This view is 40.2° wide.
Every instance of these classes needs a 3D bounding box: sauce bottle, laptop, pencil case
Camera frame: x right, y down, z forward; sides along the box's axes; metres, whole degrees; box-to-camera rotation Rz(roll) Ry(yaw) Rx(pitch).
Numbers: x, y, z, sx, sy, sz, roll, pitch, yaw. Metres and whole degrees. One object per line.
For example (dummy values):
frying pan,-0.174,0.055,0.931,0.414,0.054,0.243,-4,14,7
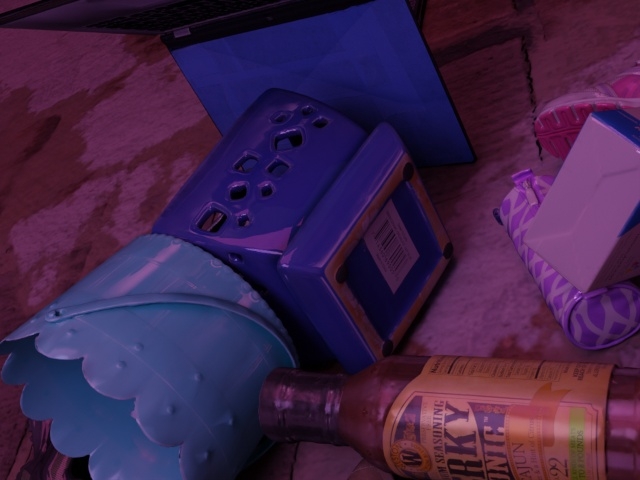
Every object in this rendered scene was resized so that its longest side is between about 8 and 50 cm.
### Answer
sauce bottle,0.111,0.154,0.750,0.344,0.111,0.111,-2,47,27
laptop,-0.086,-0.176,1.034,0.382,0.236,0.408,-3,7,37
pencil case,0.242,0.012,0.858,0.086,0.088,0.206,-22,38,3

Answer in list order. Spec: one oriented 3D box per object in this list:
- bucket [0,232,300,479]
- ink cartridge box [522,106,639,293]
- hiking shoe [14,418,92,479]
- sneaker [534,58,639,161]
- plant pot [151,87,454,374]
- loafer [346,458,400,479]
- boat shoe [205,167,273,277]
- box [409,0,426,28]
bucket,-0.165,0.140,0.892,0.281,0.281,0.183,5,44,42
ink cartridge box,0.299,-0.045,0.777,0.231,0.134,0.078,-12,44,-40
hiking shoe,-0.289,0.236,1.055,0.114,0.086,0.227,-12,45,8
sneaker,0.360,-0.146,0.945,0.252,0.103,0.111,-6,41,25
plant pot,0.000,0.000,0.952,0.212,0.236,0.236,14,57,40
loafer,0.063,0.246,0.770,0.050,0.056,0.148,-36,26,0
boat shoe,-0.163,0.034,1.150,0.319,0.099,0.116,-46,37,-14
box,0.113,-0.360,1.436,0.116,0.029,0.162,-14,42,27
